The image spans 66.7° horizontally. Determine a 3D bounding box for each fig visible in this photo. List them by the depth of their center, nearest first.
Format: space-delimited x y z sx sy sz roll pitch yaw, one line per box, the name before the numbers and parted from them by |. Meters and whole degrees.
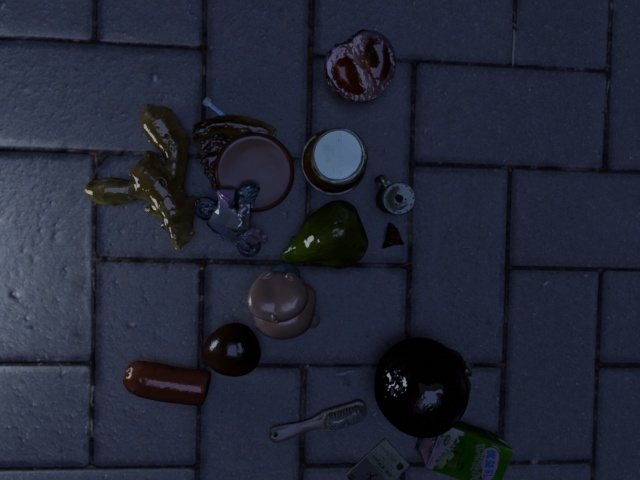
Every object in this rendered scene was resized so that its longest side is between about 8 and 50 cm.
fig | 0.000 0.000 1.489 0.275 0.206 0.206 -19 93 10

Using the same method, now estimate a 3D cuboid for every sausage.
sausage | -0.474 0.439 1.494 0.259 0.113 0.113 10 91 -6

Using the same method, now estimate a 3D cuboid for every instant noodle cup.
instant noodle cup | 0.050 -0.248 1.482 0.216 0.172 0.215 0 93 -4

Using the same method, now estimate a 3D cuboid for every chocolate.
chocolate | -0.275 0.337 1.493 0.177 0.177 0.176 0 92 -5

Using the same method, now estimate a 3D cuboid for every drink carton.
drink carton | 0.464 0.678 1.577 0.271 0.108 0.161 22 92 -6

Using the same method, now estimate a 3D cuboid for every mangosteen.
mangosteen | 0.310 0.450 1.486 0.297 0.313 0.297 -10 63 20

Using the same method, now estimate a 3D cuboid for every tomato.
tomato | 0.118 -0.527 1.511 0.228 0.112 0.199 -28 101 -4

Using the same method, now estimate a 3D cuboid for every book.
book | 0.188 0.757 1.603 0.182 0.014 0.127 -41 95 -3

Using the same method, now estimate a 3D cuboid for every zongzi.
zongzi | 0.243 -0.007 1.574 0.073 0.067 0.083 8 110 -16

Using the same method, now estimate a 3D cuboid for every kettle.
kettle | 0.217 -0.135 1.512 0.127 0.148 0.098 28 91 -6

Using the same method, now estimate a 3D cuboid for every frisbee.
frisbee | -0.205 -0.210 1.514 0.251 0.021 0.250 -3 105 -10

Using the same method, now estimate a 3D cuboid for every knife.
knife | -0.328 -0.411 1.529 0.096 0.010 0.027 40 88 -7

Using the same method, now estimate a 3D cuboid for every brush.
brush | -0.006 0.591 1.560 0.327 0.065 0.070 -15 95 -3

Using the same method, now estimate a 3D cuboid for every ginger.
ginger | -0.475 -0.186 1.483 0.348 0.122 0.363 37 83 -7

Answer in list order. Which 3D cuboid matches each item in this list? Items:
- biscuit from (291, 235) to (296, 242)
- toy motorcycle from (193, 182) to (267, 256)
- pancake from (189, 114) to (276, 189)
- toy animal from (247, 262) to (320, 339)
biscuit | -0.072 0.031 1.560 0.082 0.016 0.092 35 87 -6
toy motorcycle | -0.238 -0.081 1.473 0.204 0.108 0.239 -43 122 14
pancake | -0.282 -0.271 1.513 0.266 0.057 0.244 11 92 -6
toy animal | -0.112 0.192 1.454 0.210 0.221 0.229 0 95 4
